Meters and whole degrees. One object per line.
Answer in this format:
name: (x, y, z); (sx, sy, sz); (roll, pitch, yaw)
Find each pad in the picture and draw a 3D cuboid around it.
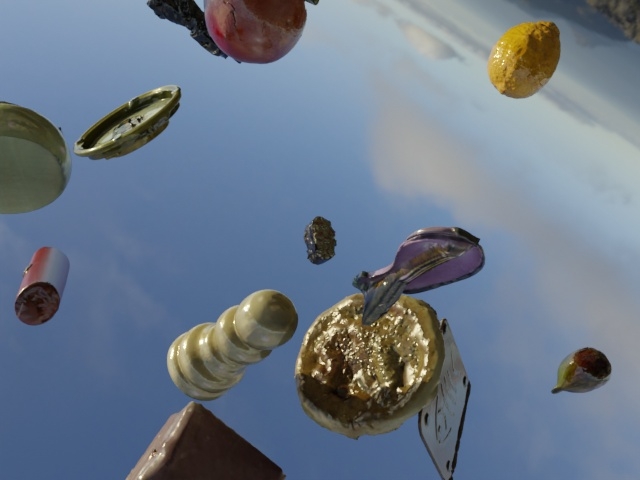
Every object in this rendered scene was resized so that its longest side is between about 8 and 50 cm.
pad: (0.281, 0.364, 1.464); (0.286, 0.018, 0.284); (62, -142, -39)

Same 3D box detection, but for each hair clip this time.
hair clip: (0.144, 0.051, 0.987); (0.110, 0.358, 0.095); (47, -119, 2)

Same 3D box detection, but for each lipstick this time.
lipstick: (-0.468, 0.070, 1.105); (0.073, 0.073, 0.280); (25, -178, -21)

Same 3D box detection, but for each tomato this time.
tomato: (-0.133, -0.446, 1.266); (0.184, 0.208, 0.208); (-20, -131, -22)

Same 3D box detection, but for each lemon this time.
lemon: (0.435, -0.388, 1.386); (0.142, 0.187, 0.142); (36, -178, -1)

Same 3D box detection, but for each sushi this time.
sushi: (0.000, 0.000, 2.118); (0.091, 0.078, 0.150); (6, -115, -27)

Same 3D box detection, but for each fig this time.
fig: (0.625, 0.325, 1.575); (0.109, 0.154, 0.103); (39, -165, -21)

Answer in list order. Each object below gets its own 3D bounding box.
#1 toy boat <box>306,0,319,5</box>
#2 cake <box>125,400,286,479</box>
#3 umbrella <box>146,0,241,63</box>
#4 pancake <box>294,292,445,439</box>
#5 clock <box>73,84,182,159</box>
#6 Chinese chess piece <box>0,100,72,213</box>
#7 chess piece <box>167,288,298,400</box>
toy boat: (-0.071, -0.604, 1.580); (0.185, 0.071, 0.089); (-21, -139, -40)
cake: (-0.272, 0.562, 1.516); (0.309, 0.237, 0.230); (43, -124, -8)
umbrella: (-0.299, -0.546, 1.640); (0.272, 0.122, 0.110); (36, -126, -15)
pancake: (0.097, 0.252, 1.377); (0.065, 0.356, 0.356); (48, -174, -46)
clock: (-0.355, -0.214, 1.235); (0.057, 0.237, 0.237); (61, -172, -29)
Chinese chess piece: (-0.878, -0.225, 1.814); (0.349, 0.349, 0.146); (15, -134, -39)
chess piece: (-0.168, 0.198, 1.323); (0.167, 0.300, 0.167); (28, -139, -28)
